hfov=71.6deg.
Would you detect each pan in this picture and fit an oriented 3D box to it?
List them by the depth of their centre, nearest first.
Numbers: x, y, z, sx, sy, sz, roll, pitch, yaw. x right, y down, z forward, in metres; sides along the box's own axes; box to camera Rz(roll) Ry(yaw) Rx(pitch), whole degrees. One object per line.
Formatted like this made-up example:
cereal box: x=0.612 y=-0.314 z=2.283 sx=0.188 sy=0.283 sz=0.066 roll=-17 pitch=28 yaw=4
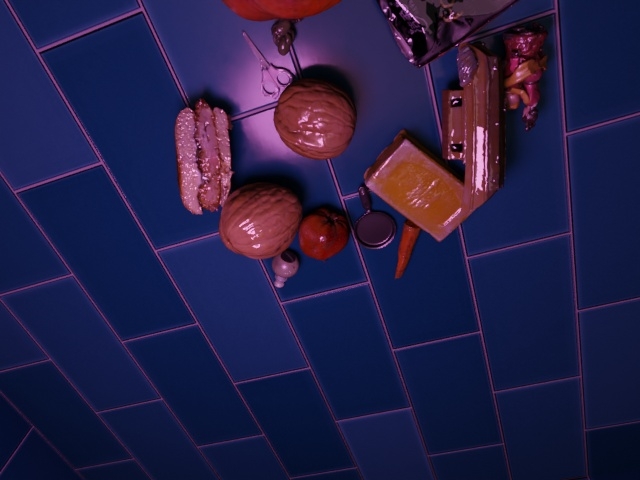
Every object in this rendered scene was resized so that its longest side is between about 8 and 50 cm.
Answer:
pan: x=0.160 y=-0.075 z=1.407 sx=0.136 sy=0.028 sz=0.235 roll=-14 pitch=121 yaw=10

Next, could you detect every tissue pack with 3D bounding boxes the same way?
tissue pack: x=0.303 y=-0.591 z=1.032 sx=0.332 sy=0.123 sz=0.245 roll=-27 pitch=113 yaw=27

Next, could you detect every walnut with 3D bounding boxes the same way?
walnut: x=-0.015 y=-0.320 z=1.177 sx=0.228 sy=0.228 sz=0.228 roll=1 pitch=120 yaw=2
walnut: x=-0.170 y=-0.062 z=1.305 sx=0.261 sy=0.225 sz=0.224 roll=-32 pitch=122 yaw=-28

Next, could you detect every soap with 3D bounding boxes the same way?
soap: x=0.302 y=-0.156 z=1.321 sx=0.315 sy=0.091 sz=0.199 roll=35 pitch=114 yaw=-17

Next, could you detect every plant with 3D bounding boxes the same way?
plant: x=-0.080 y=-0.559 z=1.115 sx=0.087 sy=0.085 sz=0.174 roll=3 pitch=129 yaw=-31

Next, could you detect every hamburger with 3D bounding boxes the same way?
hamburger: x=-0.335 y=-0.226 z=1.272 sx=0.156 sy=0.245 sz=0.282 roll=-6 pitch=81 yaw=-20

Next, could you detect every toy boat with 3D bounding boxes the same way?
toy boat: x=0.394 y=-0.284 z=1.167 sx=0.162 sy=0.136 sz=0.445 roll=4 pitch=111 yaw=34

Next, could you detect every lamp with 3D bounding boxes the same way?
lamp: x=0.521 y=-0.418 z=1.151 sx=0.118 sy=0.118 sz=0.253 roll=-7 pitch=122 yaw=7
lamp: x=-0.126 y=0.106 z=1.501 sx=0.091 sy=0.091 sz=0.163 roll=15 pitch=136 yaw=-6

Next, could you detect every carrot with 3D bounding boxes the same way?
carrot: x=0.279 y=0.039 z=1.457 sx=0.057 sy=0.057 sz=0.224 roll=7 pitch=123 yaw=-1

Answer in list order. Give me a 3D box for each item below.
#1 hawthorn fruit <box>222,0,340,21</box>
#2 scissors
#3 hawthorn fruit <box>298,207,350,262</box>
hawthorn fruit: x=-0.068 y=-0.672 z=0.856 sx=0.472 sy=0.471 sz=0.471 roll=1 pitch=120 yaw=2
scissors: x=-0.153 y=-0.479 z=1.199 sx=0.100 sy=0.015 sz=0.189 roll=-27 pitch=114 yaw=20
hawthorn fruit: x=0.000 y=0.000 z=1.399 sx=0.163 sy=0.162 sz=0.203 roll=20 pitch=129 yaw=-9
